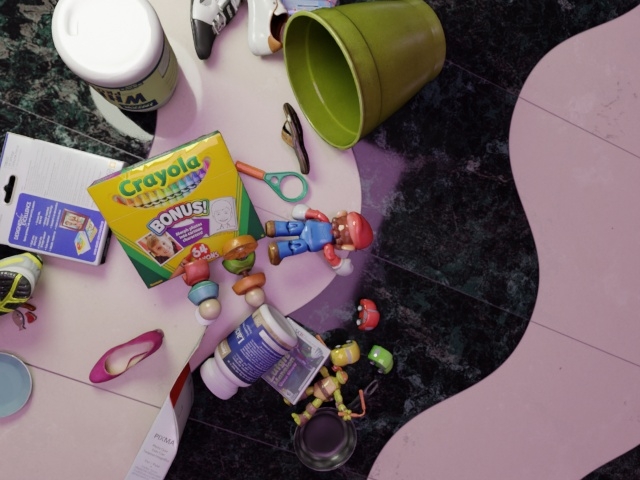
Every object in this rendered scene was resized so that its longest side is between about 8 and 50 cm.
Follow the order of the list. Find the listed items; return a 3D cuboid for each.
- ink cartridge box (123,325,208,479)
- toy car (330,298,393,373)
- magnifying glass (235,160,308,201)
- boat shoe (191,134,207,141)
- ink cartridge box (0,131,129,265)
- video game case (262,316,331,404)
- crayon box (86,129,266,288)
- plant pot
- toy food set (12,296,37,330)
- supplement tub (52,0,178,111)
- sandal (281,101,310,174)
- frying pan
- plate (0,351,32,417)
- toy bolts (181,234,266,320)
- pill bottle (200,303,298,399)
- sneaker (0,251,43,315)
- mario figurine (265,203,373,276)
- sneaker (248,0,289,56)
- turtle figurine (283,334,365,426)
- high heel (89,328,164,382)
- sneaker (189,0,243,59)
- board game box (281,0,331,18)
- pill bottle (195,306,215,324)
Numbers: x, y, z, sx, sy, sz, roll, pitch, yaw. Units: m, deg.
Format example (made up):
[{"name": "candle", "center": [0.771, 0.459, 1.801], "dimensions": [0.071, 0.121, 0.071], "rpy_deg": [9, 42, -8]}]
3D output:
[{"name": "ink cartridge box", "center": [-0.369, 0.431, 1.176], "dimensions": [0.091, 0.308, 0.385], "rpy_deg": [29, 87, -8]}, {"name": "toy car", "center": [0.160, 0.329, 1.352], "dimensions": [0.225, 0.053, 0.239], "rpy_deg": [47, 60, -21]}, {"name": "magnifying glass", "center": [-0.148, -0.186, 1.333], "dimensions": [0.230, 0.026, 0.092], "rpy_deg": [21, 89, -10]}, {"name": "boat shoe", "center": [-0.305, -0.229, 1.286], "dimensions": [0.060, 0.064, 0.178], "rpy_deg": [-35, 94, -4]}, {"name": "ink cartridge box", "center": [-0.730, -0.111, 1.228], "dimensions": [0.306, 0.072, 0.304], "rpy_deg": [14, 91, -6]}, {"name": "video game case", "center": [-0.088, 0.359, 1.322], "dimensions": [0.173, 0.022, 0.191], "rpy_deg": [34, 87, 20]}, {"name": "crayon box", "center": [-0.378, -0.085, 1.209], "dimensions": [0.362, 0.106, 0.313], "rpy_deg": [-25, 116, -6]}, {"name": "plant pot", "center": [0.140, -0.497, 1.226], "dimensions": [0.352, 0.366, 0.367], "rpy_deg": [-31, 96, -18]}, {"name": "toy food set", "center": [-0.844, 0.187, 1.242], "dimensions": [0.077, 0.019, 0.122], "rpy_deg": [-26, 95, -7]}, {"name": "supplement tub", "center": [-0.493, -0.467, 1.118], "dimensions": [0.235, 0.325, 0.236], "rpy_deg": [0, 92, -8]}, {"name": "sandal", "center": [-0.083, -0.301, 1.319], "dimensions": [0.060, 0.090, 0.220], "rpy_deg": [-12, 101, 14]}, {"name": "frying pan", "center": [0.036, 0.551, 1.370], "dimensions": [0.197, 0.053, 0.327], "rpy_deg": [21, 87, -8]}, {"name": "plate", "center": [-0.907, 0.404, 1.238], "dimensions": [0.187, 0.024, 0.189], "rpy_deg": [0, 91, -9]}, {"name": "toy bolts", "center": [-0.248, 0.113, 1.200], "dimensions": [0.228, 0.218, 0.159], "rpy_deg": [-19, 73, -24]}, {"name": "pill bottle", "center": [-0.207, 0.322, 1.269], "dimensions": [0.264, 0.153, 0.153], "rpy_deg": [-42, 97, 1]}, {"name": "sneaker", "center": [-0.905, 0.153, 1.183], "dimensions": [0.384, 0.147, 0.145], "rpy_deg": [-20, 118, 10]}, {"name": "mario figurine", "center": [0.000, 0.000, 1.316], "dimensions": [0.320, 0.170, 0.198], "rpy_deg": [-5, 111, -11]}, {"name": "sneaker", "center": [-0.141, -0.685, 1.258], "dimensions": [0.122, 0.106, 0.291], "rpy_deg": [3, 103, 26]}, {"name": "turtle figurine", "center": [-0.003, 0.445, 1.340], "dimensions": [0.217, 0.087, 0.270], "rpy_deg": [-32, 72, -2]}, {"name": "high heel", "center": [-0.554, 0.336, 1.241], "dimensions": [0.243, 0.117, 0.082], "rpy_deg": [-28, 96, -7]}, {"name": "sneaker", "center": [-0.284, -0.675, 1.245], "dimensions": [0.146, 0.122, 0.331], "rpy_deg": [7, 91, -7]}, {"name": "board game box", "center": [-0.049, -0.775, 1.318], "dimensions": [0.159, 0.039, 0.212], "rpy_deg": [-2, 94, -8]}, {"name": "pill bottle", "center": [-0.326, 0.208, 1.270], "dimensions": [0.065, 0.116, 0.065], "rpy_deg": [0, 91, -9]}]
